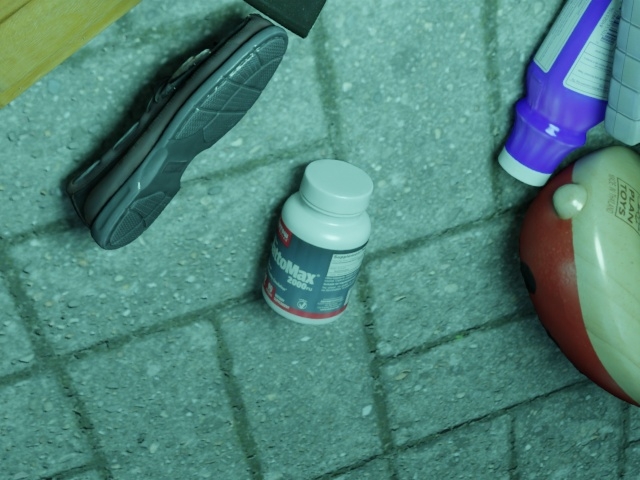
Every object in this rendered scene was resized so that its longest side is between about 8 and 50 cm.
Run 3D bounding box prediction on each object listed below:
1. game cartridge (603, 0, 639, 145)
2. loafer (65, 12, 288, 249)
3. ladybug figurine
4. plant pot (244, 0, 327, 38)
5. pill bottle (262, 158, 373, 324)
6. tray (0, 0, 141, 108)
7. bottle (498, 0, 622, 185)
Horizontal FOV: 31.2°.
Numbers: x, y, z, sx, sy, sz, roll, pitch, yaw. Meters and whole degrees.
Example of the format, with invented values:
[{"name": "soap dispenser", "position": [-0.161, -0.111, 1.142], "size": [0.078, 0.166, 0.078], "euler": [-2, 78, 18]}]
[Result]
[{"name": "game cartridge", "position": [0.465, -0.269, 1.268], "size": [0.355, 0.068, 0.230], "euler": [-26, 132, -24]}, {"name": "loafer", "position": [-0.160, -0.126, 1.190], "size": [0.302, 0.095, 0.109], "euler": [-49, 163, 15]}, {"name": "ladybug figurine", "position": [0.381, 0.057, 1.468], "size": [0.162, 0.305, 0.449], "euler": [-10, 142, 33]}, {"name": "plant pot", "position": [-0.052, -0.309, 0.935], "size": [0.167, 0.187, 0.188], "euler": [21, 118, -21]}, {"name": "pill bottle", "position": [0.000, 0.000, 1.349], "size": [0.108, 0.108, 0.180], "euler": [0, 126, -23]}, {"name": "tray", "position": [-0.202, -0.316, 1.028], "size": [0.411, 0.076, 0.203], "euler": [-36, 132, 7]}, {"name": "bottle", "position": [0.303, -0.194, 1.329], "size": [0.118, 0.092, 0.282], "euler": [9, 124, -31]}]
